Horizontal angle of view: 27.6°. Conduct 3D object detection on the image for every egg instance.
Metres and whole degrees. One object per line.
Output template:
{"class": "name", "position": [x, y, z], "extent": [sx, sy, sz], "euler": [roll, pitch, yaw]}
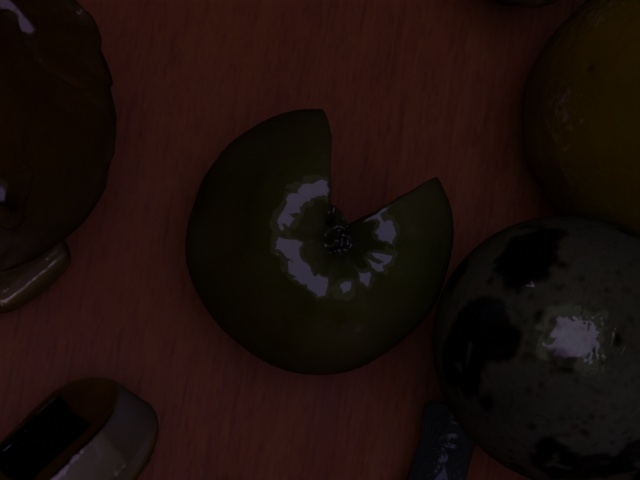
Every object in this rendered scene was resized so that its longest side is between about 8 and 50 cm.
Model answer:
{"class": "egg", "position": [0.281, 0.125, 1.414], "extent": [0.287, 0.379, 0.288], "euler": [-10, 70, 30]}

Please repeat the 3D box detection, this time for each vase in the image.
{"class": "vase", "position": [0.126, 0.297, 1.489], "extent": [0.096, 0.096, 0.219], "euler": [19, 79, -8]}

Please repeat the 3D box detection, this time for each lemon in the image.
{"class": "lemon", "position": [0.415, -0.143, 1.454], "extent": [0.364, 0.364, 0.364], "euler": [1, 85, -10]}

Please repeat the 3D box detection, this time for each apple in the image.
{"class": "apple", "position": [0.000, 0.000, 1.410], "extent": [0.291, 0.254, 0.292], "euler": [0, 88, -7]}

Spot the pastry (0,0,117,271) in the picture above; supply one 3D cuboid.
{"class": "pastry", "position": [-0.402, -0.142, 1.321], "extent": [0.409, 0.245, 0.410], "euler": [18, 59, -33]}

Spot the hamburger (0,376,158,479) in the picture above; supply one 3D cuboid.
{"class": "hamburger", "position": [-0.265, 0.242, 1.384], "extent": [0.210, 0.173, 0.116], "euler": [-47, 126, -22]}

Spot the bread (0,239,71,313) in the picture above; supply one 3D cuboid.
{"class": "bread", "position": [-0.334, 0.030, 1.445], "extent": [0.082, 0.056, 0.115], "euler": [42, 69, 8]}

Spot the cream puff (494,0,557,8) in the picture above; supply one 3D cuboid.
{"class": "cream puff", "position": [0.272, -0.413, 1.492], "extent": [0.323, 0.274, 0.270], "euler": [44, 69, -1]}
